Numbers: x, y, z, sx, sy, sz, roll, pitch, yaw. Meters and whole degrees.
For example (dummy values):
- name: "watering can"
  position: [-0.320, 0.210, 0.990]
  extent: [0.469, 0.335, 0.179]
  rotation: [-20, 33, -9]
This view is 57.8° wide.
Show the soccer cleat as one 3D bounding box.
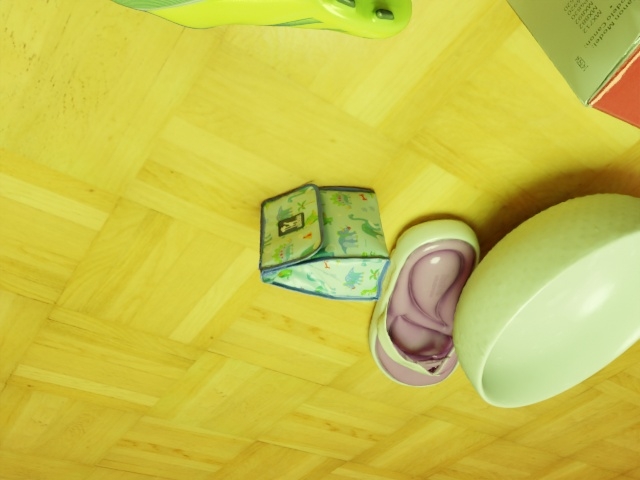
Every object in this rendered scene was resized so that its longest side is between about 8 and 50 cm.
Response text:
- name: "soccer cleat"
  position: [-0.059, -0.232, 0.519]
  extent: [0.289, 0.093, 0.121]
  rotation: [6, 165, -19]

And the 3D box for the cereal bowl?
- name: "cereal bowl"
  position: [0.319, 0.068, 0.789]
  extent: [0.339, 0.141, 0.339]
  rotation: [-17, 137, -17]

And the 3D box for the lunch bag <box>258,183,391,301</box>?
- name: "lunch bag"
  position: [0.000, 0.000, 0.715]
  extent: [0.151, 0.129, 0.096]
  rotation: [1, 134, -6]

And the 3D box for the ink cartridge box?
- name: "ink cartridge box"
  position: [0.355, -0.152, 0.502]
  extent: [0.309, 0.272, 0.130]
  rotation: [15, 132, -21]

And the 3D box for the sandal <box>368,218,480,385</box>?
- name: "sandal"
  position: [0.160, 0.140, 0.899]
  extent: [0.169, 0.102, 0.416]
  rotation: [-8, 136, 1]
